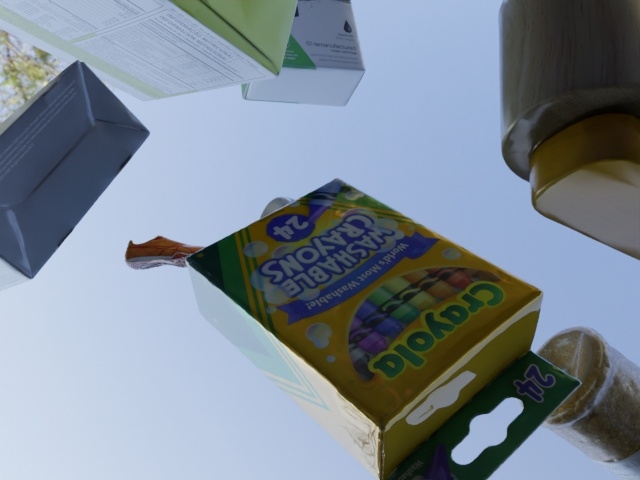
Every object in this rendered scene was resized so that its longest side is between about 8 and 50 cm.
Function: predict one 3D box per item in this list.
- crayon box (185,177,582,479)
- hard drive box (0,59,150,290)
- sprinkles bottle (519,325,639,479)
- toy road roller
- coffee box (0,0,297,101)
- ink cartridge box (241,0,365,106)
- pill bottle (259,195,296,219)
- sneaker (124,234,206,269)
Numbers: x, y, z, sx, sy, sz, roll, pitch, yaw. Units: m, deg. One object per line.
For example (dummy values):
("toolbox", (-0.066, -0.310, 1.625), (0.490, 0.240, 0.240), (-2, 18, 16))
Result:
("crayon box", (0.050, 0.070, 0.573), (0.203, 0.083, 0.323), (-31, -135, -30))
("hard drive box", (-0.292, -0.040, 0.565), (0.232, 0.089, 0.181), (-14, -142, 41))
("sprinkles bottle", (0.392, 0.236, 0.689), (0.121, 0.355, 0.121), (-52, -169, 14))
("toy road roller", (0.307, -0.108, 0.416), (0.240, 0.329, 0.203), (-40, -143, 55))
("coffee box", (-0.244, -0.427, 0.847), (0.334, 0.338, 0.338), (3, -104, 40))
("ink cartridge box", (-0.051, -0.414, 1.185), (0.211, 0.121, 0.289), (-2, -113, -20))
("pill bottle", (0.000, 0.000, 1.120), (0.117, 0.215, 0.117), (-30, -128, 49))
("sneaker", (-0.299, 0.018, 1.221), (0.175, 0.064, 0.067), (0, -114, -4))
